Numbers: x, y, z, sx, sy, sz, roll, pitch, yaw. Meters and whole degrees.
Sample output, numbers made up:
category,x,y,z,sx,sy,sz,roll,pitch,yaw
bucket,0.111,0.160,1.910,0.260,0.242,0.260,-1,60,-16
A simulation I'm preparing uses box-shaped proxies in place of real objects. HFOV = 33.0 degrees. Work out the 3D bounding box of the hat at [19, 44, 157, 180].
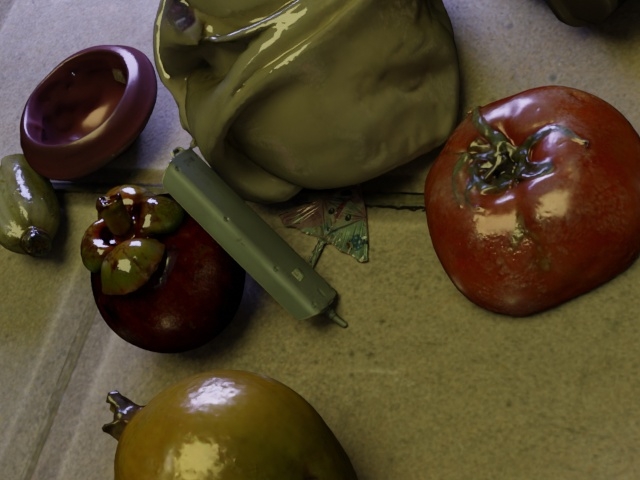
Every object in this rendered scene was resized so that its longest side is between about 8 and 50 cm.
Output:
category,x,y,z,sx,sy,sz,roll,pitch,yaw
hat,-0.288,-0.156,1.380,0.205,0.089,0.205,-13,54,18

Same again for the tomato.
category,x,y,z,sx,sy,sz,roll,pitch,yaw
tomato,0.196,-0.050,1.031,0.236,0.095,0.237,-15,56,23

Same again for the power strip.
category,x,y,z,sx,sy,sz,roll,pitch,yaw
power strip,-0.067,0.002,1.108,0.027,0.253,0.060,-44,1,30

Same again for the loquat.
category,x,y,z,sx,sy,sz,roll,pitch,yaw
loquat,-0.093,0.207,0.961,0.246,0.213,0.213,28,78,17

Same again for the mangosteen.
category,x,y,z,sx,sy,sz,roll,pitch,yaw
mangosteen,-0.172,0.023,1.134,0.200,0.200,0.200,-14,56,23

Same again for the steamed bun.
category,x,y,z,sx,sy,sz,roll,pitch,yaw
steamed bun,-0.033,-0.228,1.169,0.342,0.255,0.368,-29,54,10

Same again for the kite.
category,x,y,z,sx,sy,sz,roll,pitch,yaw
kite,0.000,0.000,1.172,0.137,0.005,0.152,28,79,39

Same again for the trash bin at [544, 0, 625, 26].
category,x,y,z,sx,sy,sz,roll,pitch,yaw
trash bin,0.259,-0.358,1.128,0.209,0.182,0.290,-46,45,0

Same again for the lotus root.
category,x,y,z,sx,sy,sz,roll,pitch,yaw
lotus root,-0.375,-0.037,1.364,0.090,0.077,0.183,-44,47,10
